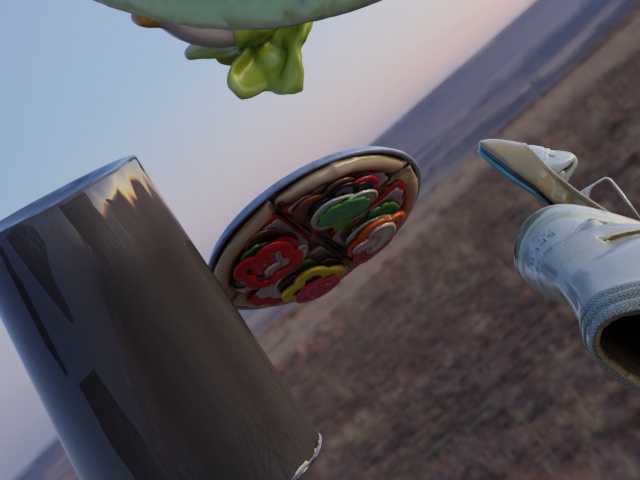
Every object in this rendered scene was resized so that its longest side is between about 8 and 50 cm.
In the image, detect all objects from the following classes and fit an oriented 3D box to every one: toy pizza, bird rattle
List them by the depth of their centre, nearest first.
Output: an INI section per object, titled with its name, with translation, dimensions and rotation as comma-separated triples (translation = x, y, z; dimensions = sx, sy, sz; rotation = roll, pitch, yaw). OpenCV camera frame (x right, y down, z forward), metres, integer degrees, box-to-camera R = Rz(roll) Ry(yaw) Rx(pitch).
[toy pizza]
translation = 0.000, 0.000, 1.083
dimensions = 0.201, 0.032, 0.201
rotation = -25, -27, -14
[bird rattle]
translation = -0.069, -0.261, 1.207
dimensions = 0.207, 0.143, 0.254
rotation = 4, -68, -33

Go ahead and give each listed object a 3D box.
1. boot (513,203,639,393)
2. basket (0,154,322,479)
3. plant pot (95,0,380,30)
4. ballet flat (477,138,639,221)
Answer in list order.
[boot]
translation = 0.227, 0.041, 0.731
dimensions = 0.165, 0.213, 0.077
rotation = -109, 29, -72
[basket]
translation = -0.128, 0.070, 0.896
dimensions = 0.154, 0.227, 0.204
rotation = -34, 11, -32
[plant pot]
translation = 0.021, -0.231, 0.423
dimensions = 0.276, 0.276, 0.254
rotation = -40, -2, 37
[ballet flat]
translation = 0.280, -0.054, 1.465
dimensions = 0.073, 0.232, 0.080
rotation = -50, -11, 8
